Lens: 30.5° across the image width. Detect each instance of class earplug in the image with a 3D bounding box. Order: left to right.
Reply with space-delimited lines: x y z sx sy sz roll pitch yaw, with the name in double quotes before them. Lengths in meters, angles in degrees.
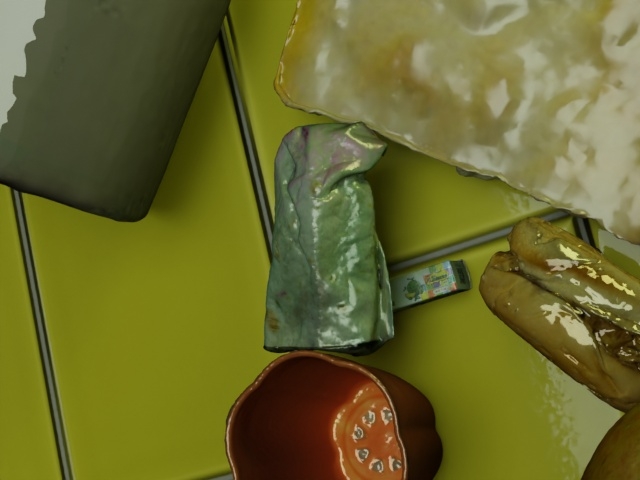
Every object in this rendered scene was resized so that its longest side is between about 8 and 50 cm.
"earplug" -0.263 -0.253 1.258 0.313 0.313 0.394 26 96 27

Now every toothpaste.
"toothpaste" 0.072 0.057 1.204 0.164 0.046 0.034 -19 80 23

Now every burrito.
"burrito" 0.000 0.000 1.156 0.144 0.089 0.228 -1 93 34

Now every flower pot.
"flower pot" 0.030 0.202 1.137 0.191 0.173 0.190 -4 81 27

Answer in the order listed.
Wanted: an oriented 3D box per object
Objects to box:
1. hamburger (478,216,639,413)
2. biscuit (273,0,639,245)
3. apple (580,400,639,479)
"hamburger" 0.245 0.065 1.032 0.214 0.214 0.108 41 101 24
"biscuit" 0.183 -0.255 1.152 0.429 0.104 0.446 17 95 26
"apple" 0.365 0.277 0.874 0.400 0.333 0.400 3 111 9
